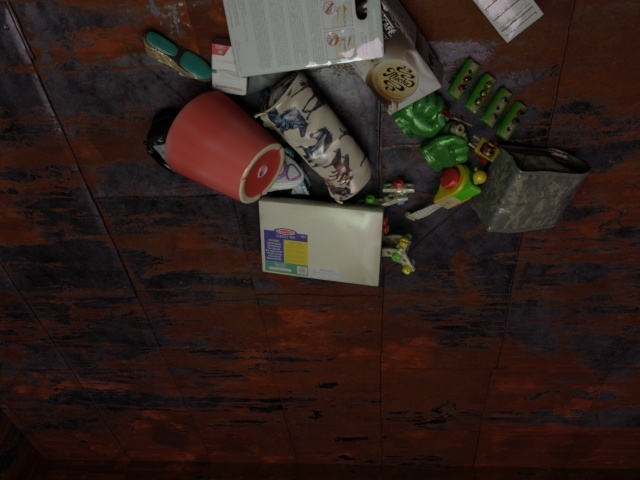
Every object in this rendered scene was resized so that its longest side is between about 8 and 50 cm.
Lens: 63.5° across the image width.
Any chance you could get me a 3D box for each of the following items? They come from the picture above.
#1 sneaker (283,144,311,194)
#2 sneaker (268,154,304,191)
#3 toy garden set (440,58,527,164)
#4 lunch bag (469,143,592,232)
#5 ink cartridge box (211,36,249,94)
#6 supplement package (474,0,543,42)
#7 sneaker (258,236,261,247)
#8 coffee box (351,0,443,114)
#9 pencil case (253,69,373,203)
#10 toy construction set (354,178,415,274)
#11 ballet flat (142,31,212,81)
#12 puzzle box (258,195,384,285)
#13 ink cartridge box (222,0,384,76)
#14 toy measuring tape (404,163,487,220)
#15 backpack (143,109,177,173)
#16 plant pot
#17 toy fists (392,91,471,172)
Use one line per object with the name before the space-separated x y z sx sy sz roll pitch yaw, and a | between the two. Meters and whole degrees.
sneaker | -0.096 -0.218 1.666 0.083 0.071 0.190 -7 130 18
sneaker | -0.180 -0.203 1.638 0.305 0.114 0.152 9 155 25
toy garden set | 0.455 -0.352 1.453 0.244 0.049 0.203 31 93 -21
lunch bag | 0.652 -0.155 1.590 0.287 0.168 0.235 2 131 -16
ink cartridge box | -0.250 -0.488 1.451 0.099 0.056 0.135 8 130 -2
supplement package | 0.443 -0.601 1.271 0.179 0.105 0.105 38 123 -25
sneaker | -0.102 -0.014 1.818 0.276 0.097 0.135 -23 127 24
coffee box | 0.173 -0.502 1.352 0.168 0.118 0.297 -22 126 35
pencil case | -0.006 -0.292 1.530 0.184 0.160 0.410 -39 120 9
toy construction set | 0.220 -0.050 1.726 0.215 0.151 0.327 16 125 29
ballet flat | -0.401 -0.506 1.452 0.206 0.073 0.067 32 153 -18
puzzle box | 0.000 0.000 1.706 0.409 0.052 0.272 7 118 12
ink cartridge box | -0.045 -0.582 1.264 0.385 0.091 0.308 -3 113 12
toy measuring tape | 0.401 -0.164 1.672 0.121 0.121 0.330 32 148 -22
backpack | -0.442 -0.289 1.583 0.115 0.151 0.182 -3 143 19
plant pot | -0.253 -0.248 1.462 0.243 0.275 0.274 34 132 17
toy fists | 0.340 -0.323 1.525 0.142 0.096 0.279 -33 120 26
